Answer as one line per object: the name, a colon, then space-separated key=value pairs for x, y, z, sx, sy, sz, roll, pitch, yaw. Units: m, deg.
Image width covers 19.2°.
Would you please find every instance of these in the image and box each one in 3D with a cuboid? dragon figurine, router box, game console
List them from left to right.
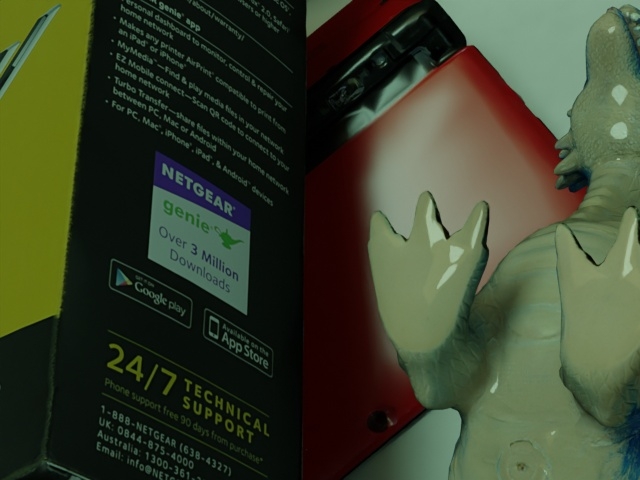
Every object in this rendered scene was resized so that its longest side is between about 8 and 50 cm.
router box: x=-0.138 y=0.023 z=0.552 sx=0.309 sy=0.081 sz=0.243 roll=-29 pitch=45 yaw=33
game console: x=0.000 y=0.000 z=0.581 sx=0.144 sy=0.085 sz=0.124 roll=-39 pitch=15 yaw=1
dragon figurine: x=0.063 y=0.074 z=0.437 sx=0.085 sy=0.144 sz=0.289 roll=3 pitch=79 yaw=32
